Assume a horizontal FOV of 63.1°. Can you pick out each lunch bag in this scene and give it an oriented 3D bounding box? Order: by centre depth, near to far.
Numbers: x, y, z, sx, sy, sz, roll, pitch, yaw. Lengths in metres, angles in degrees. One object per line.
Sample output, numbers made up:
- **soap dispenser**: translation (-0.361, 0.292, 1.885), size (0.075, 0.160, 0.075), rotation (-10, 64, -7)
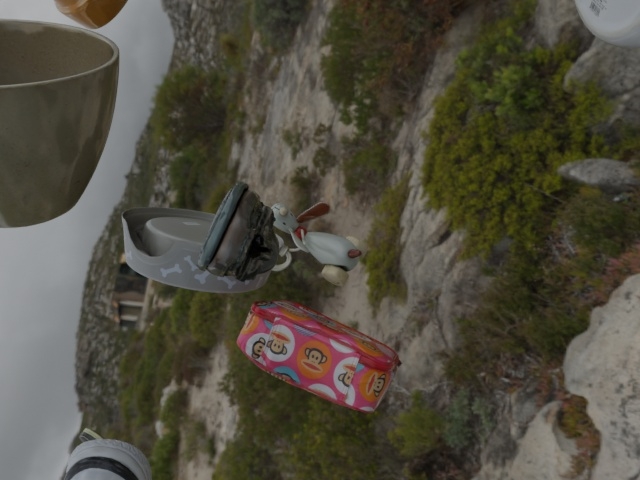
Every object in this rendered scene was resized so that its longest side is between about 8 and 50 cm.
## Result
- **lunch bag**: translation (0.006, 0.215, 1.019), size (0.120, 0.293, 0.258), rotation (-67, -15, -1)

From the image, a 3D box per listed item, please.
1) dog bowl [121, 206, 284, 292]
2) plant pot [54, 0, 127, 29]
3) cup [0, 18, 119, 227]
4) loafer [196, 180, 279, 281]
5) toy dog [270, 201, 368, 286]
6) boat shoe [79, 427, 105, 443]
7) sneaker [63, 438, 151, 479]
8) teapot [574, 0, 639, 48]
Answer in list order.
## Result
- **dog bowl**: translation (-0.259, 0.016, 1.141), size (0.349, 0.349, 0.102), rotation (-134, 56, -72)
- **plant pot**: translation (-0.456, -0.517, 0.923), size (0.205, 0.188, 0.205), rotation (-8, 75, 33)
- **cup**: translation (-0.453, -0.160, 0.753), size (0.331, 0.331, 0.237), rotation (-101, 14, -55)
- **loafer**: translation (-0.074, -0.004, 0.567), size (0.096, 0.084, 0.267), rotation (-64, 8, -1)
- **toy dog**: translation (0.000, 0.000, 1.566), size (0.161, 0.334, 0.220), rotation (140, 143, -65)
- **boat shoe**: translation (-0.376, 0.398, 0.913), size (0.056, 0.152, 0.049), rotation (-27, 11, 47)
- **sneaker**: translation (-0.296, 0.473, 0.728), size (0.210, 0.137, 0.366), rotation (-92, 1, -59)
- **teapot**: translation (0.390, -0.319, 0.520), size (0.252, 0.187, 0.256), rotation (-95, -1, -85)
